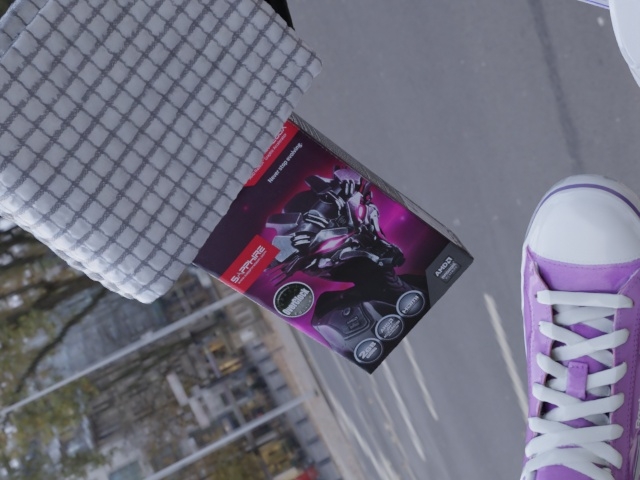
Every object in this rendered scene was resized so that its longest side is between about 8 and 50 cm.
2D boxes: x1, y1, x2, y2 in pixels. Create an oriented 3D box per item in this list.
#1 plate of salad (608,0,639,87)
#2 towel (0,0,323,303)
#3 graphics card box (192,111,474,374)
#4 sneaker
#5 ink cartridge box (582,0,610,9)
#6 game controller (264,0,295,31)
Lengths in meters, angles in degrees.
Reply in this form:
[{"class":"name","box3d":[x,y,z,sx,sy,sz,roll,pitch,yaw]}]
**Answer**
[{"class":"plate of salad","box3d":[0.310,-0.233,0.887,0.200,0.048,0.200,-10,-90,-88]},{"class":"towel","box3d":[-0.168,-0.121,0.808,0.235,0.284,0.121,39,162,-26]},{"class":"graphics card box","box3d":[0.000,0.000,1.293,0.371,0.233,0.094,35,-167,-27]},{"class":"sneaker","box3d":[0.174,0.108,0.617,0.161,0.102,0.282,-42,-51,-62]},{"class":"ink cartridge box","box3d":[0.415,-0.330,1.107,0.206,0.208,0.045,31,169,38]},{"class":"game controller","box3d":[-0.105,-0.371,1.262,0.166,0.067,0.319,-71,-31,-53]}]
